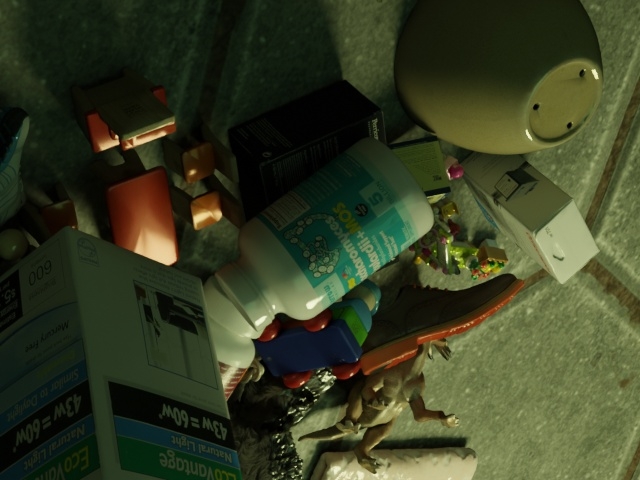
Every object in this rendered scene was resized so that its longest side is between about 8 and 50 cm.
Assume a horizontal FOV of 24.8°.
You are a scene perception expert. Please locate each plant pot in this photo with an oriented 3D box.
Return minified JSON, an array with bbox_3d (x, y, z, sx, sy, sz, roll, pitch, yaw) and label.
[{"bbox_3d":[0.269,-0.227,1.964,0.284,0.191,0.284,-19,130,-25],"label":"plant pot"}]

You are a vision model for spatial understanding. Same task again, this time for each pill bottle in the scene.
[{"bbox_3d":[-0.165,0.165,1.972,0.121,0.121,0.221,22,106,-44],"label":"pill bottle"},{"bbox_3d":[0.000,0.000,1.815,0.264,0.146,0.146,-37,136,-8],"label":"pill bottle"}]

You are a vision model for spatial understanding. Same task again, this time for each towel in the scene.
[{"bbox_3d":[0.084,0.482,2.443,0.332,0.053,0.317,5,117,-40],"label":"towel"}]

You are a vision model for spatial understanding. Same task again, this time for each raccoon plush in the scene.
[{"bbox_3d":[-0.070,0.374,2.152,0.446,0.216,0.299,-37,144,-10],"label":"raccoon plush"}]

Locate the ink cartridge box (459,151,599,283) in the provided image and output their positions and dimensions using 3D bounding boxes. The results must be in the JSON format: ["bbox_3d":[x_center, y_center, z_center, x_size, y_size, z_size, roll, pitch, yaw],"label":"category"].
[{"bbox_3d":[0.302,-0.044,2.121,0.082,0.191,0.139,-41,137,-5],"label":"ink cartridge box"}]

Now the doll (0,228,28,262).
[{"bbox_3d":[-0.423,0.041,1.681,0.189,0.129,0.046,-25,103,1],"label":"doll"}]

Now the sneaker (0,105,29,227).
[{"bbox_3d":[-0.372,-0.073,1.689,0.083,0.071,0.190,4,126,-46],"label":"sneaker"}]

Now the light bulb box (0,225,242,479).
[{"bbox_3d":[-0.299,0.244,1.674,0.358,0.361,0.225,-35,142,28],"label":"light bulb box"}]

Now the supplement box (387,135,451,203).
[{"bbox_3d":[0.126,-0.091,2.008,0.083,0.083,0.056,-12,171,-12],"label":"supplement box"}]

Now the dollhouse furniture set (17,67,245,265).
[{"bbox_3d":[-0.222,-0.061,1.752,0.262,0.135,0.259,-24,132,-22],"label":"dollhouse furniture set"}]

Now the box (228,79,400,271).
[{"bbox_3d":[-0.004,-0.056,1.946,0.184,0.103,0.261,-23,132,-17],"label":"box"}]

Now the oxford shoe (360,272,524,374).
[{"bbox_3d":[0.166,0.095,2.106,0.271,0.098,0.097,-24,168,-13],"label":"oxford shoe"}]

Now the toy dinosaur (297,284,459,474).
[{"bbox_3d":[0.102,0.222,2.225,0.127,0.200,0.296,39,119,-23],"label":"toy dinosaur"}]

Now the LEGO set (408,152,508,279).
[{"bbox_3d":[0.203,0.007,2.144,0.132,0.107,0.287,-41,136,-5],"label":"LEGO set"}]

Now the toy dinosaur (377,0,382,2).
[{"bbox_3d":[-0.042,-0.366,1.706,0.160,0.121,0.313,-40,142,11],"label":"toy dinosaur"}]

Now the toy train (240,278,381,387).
[{"bbox_3d":[-0.035,0.128,2.060,0.105,0.248,0.143,60,39,-21],"label":"toy train"}]
